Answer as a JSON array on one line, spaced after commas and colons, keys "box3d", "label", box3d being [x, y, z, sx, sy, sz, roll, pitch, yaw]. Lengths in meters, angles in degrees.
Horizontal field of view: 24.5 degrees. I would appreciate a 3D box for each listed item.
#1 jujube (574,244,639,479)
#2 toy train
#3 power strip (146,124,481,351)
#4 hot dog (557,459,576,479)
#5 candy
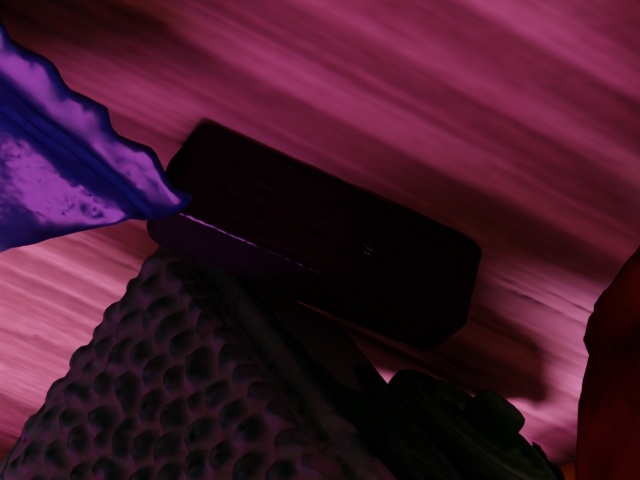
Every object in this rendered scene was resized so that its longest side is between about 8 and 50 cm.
[{"box3d": [0.176, 0.080, 0.384, 0.197, 0.197, 0.290, -5, 144, 36], "label": "jujube"}, {"box3d": [0.018, 0.127, 0.512, 0.202, 0.145, 0.266, 30, -169, -36], "label": "toy train"}, {"box3d": [0.000, 0.000, 0.491, 0.111, 0.038, 0.029, 22, 151, -14], "label": "power strip"}, {"box3d": [0.116, 0.170, 0.712, 0.100, 0.068, 0.249, 20, 152, -5], "label": "hot dog"}, {"box3d": [-0.191, -0.040, 0.482, 0.187, 0.077, 0.331, 37, 149, -30], "label": "candy"}]
